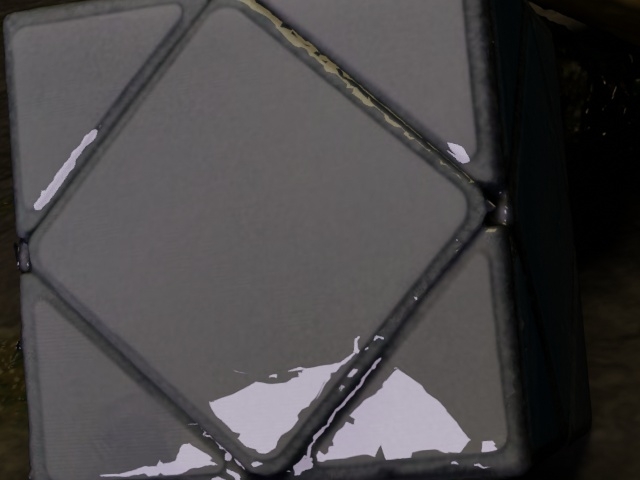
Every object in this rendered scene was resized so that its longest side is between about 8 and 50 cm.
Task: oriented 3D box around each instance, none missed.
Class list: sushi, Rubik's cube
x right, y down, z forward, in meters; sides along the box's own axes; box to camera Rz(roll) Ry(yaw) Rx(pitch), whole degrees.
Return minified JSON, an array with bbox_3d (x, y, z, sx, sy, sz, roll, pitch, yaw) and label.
[{"bbox_3d":[0.078,-0.078,0.880,0.127,0.124,0.225,10,6,-35],"label":"sushi"},{"bbox_3d":[0.000,0.000,0.682,0.207,0.205,0.205,-4,-3,15],"label":"Rubik's cube"}]

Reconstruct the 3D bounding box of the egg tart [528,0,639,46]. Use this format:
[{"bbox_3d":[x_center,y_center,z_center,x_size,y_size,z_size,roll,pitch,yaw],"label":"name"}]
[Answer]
[{"bbox_3d":[0.199,-0.182,0.922,0.315,0.120,0.315,12,13,-3],"label":"egg tart"}]
